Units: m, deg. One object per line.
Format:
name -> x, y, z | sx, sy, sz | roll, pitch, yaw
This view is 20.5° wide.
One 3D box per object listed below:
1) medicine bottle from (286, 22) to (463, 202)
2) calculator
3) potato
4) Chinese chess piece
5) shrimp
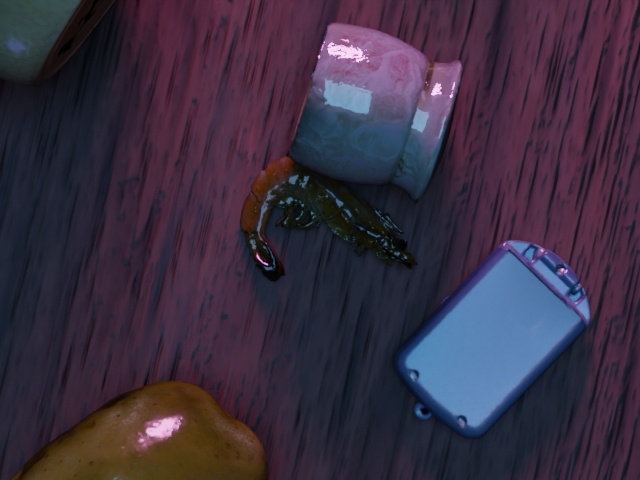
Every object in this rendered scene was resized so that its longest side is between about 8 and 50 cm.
medicine bottle -> 0.054, -0.122, 1.679 | 0.143, 0.147, 0.147 | 18, 88, -3
calculator -> 0.166, 0.097, 1.723 | 0.121, 0.039, 0.210 | 43, 89, 3
potato -> -0.189, 0.270, 1.638 | 0.216, 0.216, 0.304 | 40, 76, 2
Chinese chess piece -> -0.236, -0.260, 1.633 | 0.101, 0.250, 0.250 | 37, 88, -4
shrimp -> 0.000, 0.000, 1.731 | 0.178, 0.034, 0.124 | 39, 91, 3
